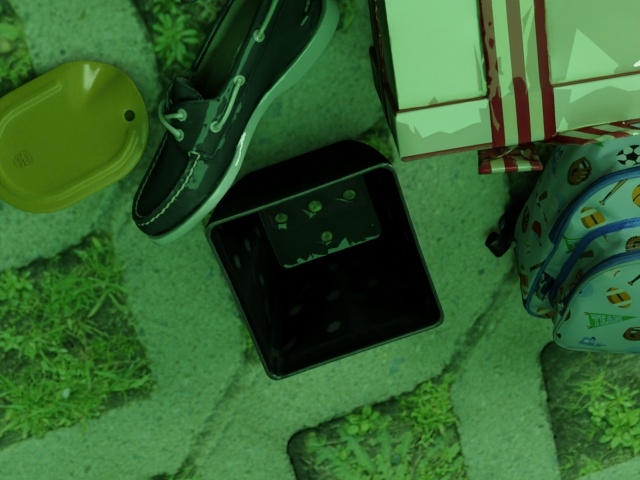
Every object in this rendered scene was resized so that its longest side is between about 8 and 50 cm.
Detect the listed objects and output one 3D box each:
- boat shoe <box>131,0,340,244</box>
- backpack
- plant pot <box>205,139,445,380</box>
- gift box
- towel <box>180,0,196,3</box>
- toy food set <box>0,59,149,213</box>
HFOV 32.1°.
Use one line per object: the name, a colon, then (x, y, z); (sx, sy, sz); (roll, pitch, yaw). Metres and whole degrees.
boat shoe: (-0.105, -0.137, 1.077); (0.091, 0.114, 0.302); (30, 95, -39)
backpack: (0.330, -0.015, 1.111); (0.277, 0.213, 0.263); (-1, 137, -5)
plant pot: (0.000, 0.000, 1.138); (0.188, 0.167, 0.187); (-20, 116, 3)
gift box: (0.176, -0.210, 1.003); (0.276, 0.255, 0.258); (-6, 115, 5)
towel: (0.034, -0.328, 0.901); (0.370, 0.271, 0.040); (-21, 134, -2)
toy food set: (-0.269, -0.095, 1.127); (0.218, 0.071, 0.128); (-26, 92, 5)
